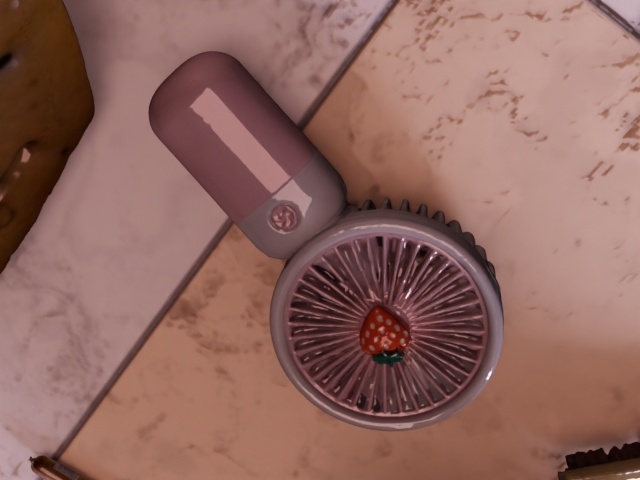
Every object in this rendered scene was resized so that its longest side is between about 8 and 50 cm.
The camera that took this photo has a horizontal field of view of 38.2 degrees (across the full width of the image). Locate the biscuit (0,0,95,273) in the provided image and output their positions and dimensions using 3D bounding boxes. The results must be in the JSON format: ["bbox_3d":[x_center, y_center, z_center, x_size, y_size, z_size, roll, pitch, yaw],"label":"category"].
[{"bbox_3d":[-0.268,-0.035,0.429,0.359,0.359,0.046,-51,60,22],"label":"biscuit"}]

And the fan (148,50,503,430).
[{"bbox_3d":[0.000,0.000,0.517,0.130,0.074,0.244,-39,100,21],"label":"fan"}]

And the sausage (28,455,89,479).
[{"bbox_3d":[-0.159,0.177,0.644,0.100,0.015,0.015,31,113,-4],"label":"sausage"}]

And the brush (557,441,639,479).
[{"bbox_3d":[0.265,0.128,0.550,0.248,0.036,0.043,-12,114,6],"label":"brush"}]
